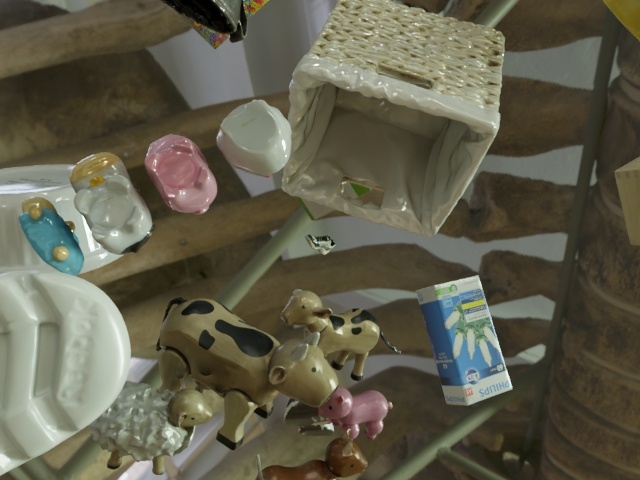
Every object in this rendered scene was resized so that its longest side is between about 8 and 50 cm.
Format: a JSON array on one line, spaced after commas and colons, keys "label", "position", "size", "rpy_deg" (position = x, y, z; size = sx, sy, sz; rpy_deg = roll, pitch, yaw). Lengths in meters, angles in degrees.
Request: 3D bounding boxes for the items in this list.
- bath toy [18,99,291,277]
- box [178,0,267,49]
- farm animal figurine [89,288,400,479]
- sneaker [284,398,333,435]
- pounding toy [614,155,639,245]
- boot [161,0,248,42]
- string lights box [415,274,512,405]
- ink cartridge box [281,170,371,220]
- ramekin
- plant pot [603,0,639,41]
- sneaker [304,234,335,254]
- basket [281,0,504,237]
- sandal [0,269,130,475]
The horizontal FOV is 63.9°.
[{"label": "bath toy", "position": [-0.201, -0.077, 0.684], "size": [0.151, 0.348, 0.129], "rpy_deg": [61, -9, 15]}, {"label": "box", "position": [-0.180, -0.541, 0.842], "size": [0.177, 0.290, 0.279], "rpy_deg": [48, 2, 31]}, {"label": "farm animal figurine", "position": [-0.055, 0.152, 0.628], "size": [0.327, 0.330, 0.172], "rpy_deg": [18, -65, 3]}, {"label": "sneaker", "position": [-0.017, 0.242, 0.776], "size": [0.072, 0.077, 0.178], "rpy_deg": [-2, -31, -1]}, {"label": "pounding toy", "position": [0.584, -0.062, 0.805], "size": [0.094, 0.206, 0.181], "rpy_deg": [6, -61, 63]}, {"label": "boot", "position": [-0.131, -0.328, 0.431], "size": [0.091, 0.228, 0.263], "rpy_deg": [4, -15, 41]}, {"label": "string lights box", "position": [0.318, 0.220, 1.146], "size": [0.077, 0.133, 0.259], "rpy_deg": [-33, -111, 63]}, {"label": "ink cartridge box", "position": [0.032, -0.198, 1.604], "size": [0.255, 0.097, 0.188], "rpy_deg": [-24, -75, 38]}, {"label": "ramekin", "position": [-0.449, -0.039, 0.815], "size": [0.273, 0.273, 0.127], "rpy_deg": [16, -64, 36]}, {"label": "plant pot", "position": [0.588, -0.454, 0.816], "size": [0.254, 0.254, 0.239], "rpy_deg": [47, -49, -1]}, {"label": "sneaker", "position": [0.000, 0.000, 0.999], "size": [0.083, 0.037, 0.031], "rpy_deg": [29, 29, -60]}, {"label": "basket", "position": [0.125, -0.230, 0.949], "size": [0.329, 0.266, 0.331], "rpy_deg": [17, -30, 2]}, {"label": "sandal", "position": [-0.336, 0.127, 0.320], "size": [0.102, 0.417, 0.169], "rpy_deg": [166, -86, -68]}]
